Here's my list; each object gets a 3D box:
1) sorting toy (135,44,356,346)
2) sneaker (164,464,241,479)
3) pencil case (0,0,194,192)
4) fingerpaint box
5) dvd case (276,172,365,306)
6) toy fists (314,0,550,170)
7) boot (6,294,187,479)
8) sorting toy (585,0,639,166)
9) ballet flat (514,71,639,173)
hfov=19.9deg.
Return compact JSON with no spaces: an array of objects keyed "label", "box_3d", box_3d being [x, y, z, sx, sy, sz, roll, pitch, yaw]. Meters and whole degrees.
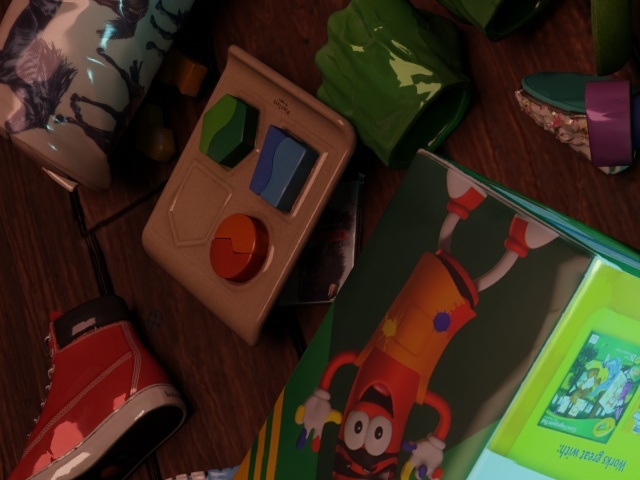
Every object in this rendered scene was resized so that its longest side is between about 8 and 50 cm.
[{"label":"sorting toy","box_3d":[-0.103,-0.066,1.719,0.307,0.041,0.229,37,108,46]},{"label":"sneaker","box_3d":[-0.074,0.243,1.638,0.190,0.071,0.083,-16,75,32]},{"label":"pencil case","box_3d":[-0.191,-0.248,1.758,0.160,0.183,0.410,27,90,26]},{"label":"fingerpaint box","box_3d":[0.144,0.178,1.260,0.163,0.445,0.371,35,100,37]},{"label":"dvd case","box_3d":[0.000,0.000,1.678,0.087,0.013,0.119,-4,75,35]},{"label":"toy fists","box_3d":[0.102,-0.201,1.600,0.142,0.096,0.279,49,118,25]},{"label":"boot","box_3d":[-0.258,0.171,1.778,0.244,0.088,0.176,-41,57,11]},{"label":"sorting toy","box_3d":[0.277,-0.216,1.450,0.126,0.127,0.366,-2,56,12]},{"label":"ballet flat","box_3d":[0.260,-0.087,1.476,0.241,0.091,0.077,12,118,41]}]
